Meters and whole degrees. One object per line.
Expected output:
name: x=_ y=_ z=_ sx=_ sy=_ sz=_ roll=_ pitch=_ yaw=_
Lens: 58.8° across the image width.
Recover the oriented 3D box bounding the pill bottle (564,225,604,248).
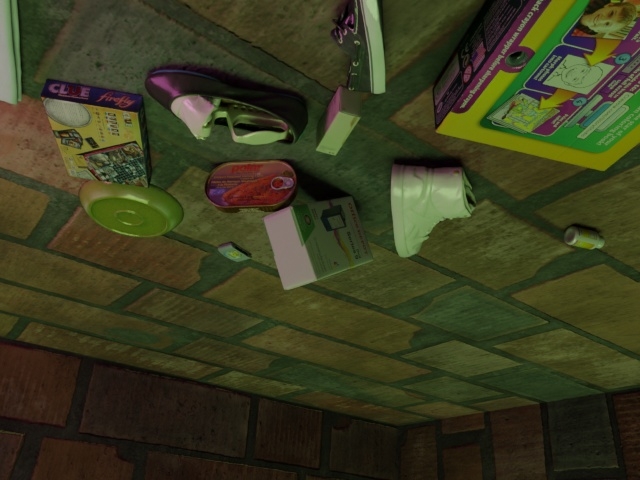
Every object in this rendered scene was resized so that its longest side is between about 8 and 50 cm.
pill bottle: x=0.606 y=-0.004 z=1.301 sx=0.083 sy=0.043 sz=0.043 roll=12 pitch=151 yaw=-14

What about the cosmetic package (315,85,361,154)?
cosmetic package: x=0.030 y=-0.206 z=0.986 sx=0.041 sy=0.060 sz=0.115 roll=12 pitch=152 yaw=-17

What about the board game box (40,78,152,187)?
board game box: x=-0.415 y=-0.193 z=1.082 sx=0.165 sy=0.042 sz=0.243 roll=8 pitch=151 yaw=-8

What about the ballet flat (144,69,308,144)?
ballet flat: x=-0.158 y=-0.216 z=0.951 sx=0.280 sy=0.096 sz=0.095 roll=8 pitch=152 yaw=-6

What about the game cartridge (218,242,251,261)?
game cartridge: x=-0.229 y=0.033 z=1.507 sx=0.056 sy=0.017 sz=0.083 roll=-12 pitch=148 yaw=34

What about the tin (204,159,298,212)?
tin: x=-0.138 y=-0.108 z=1.142 sx=0.189 sy=0.106 sz=0.040 roll=-1 pitch=159 yaw=10

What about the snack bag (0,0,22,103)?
snack bag: x=-0.623 y=-0.350 z=0.826 sx=0.342 sy=0.037 sz=0.323 roll=13 pitch=150 yaw=-18

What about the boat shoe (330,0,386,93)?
boat shoe: x=0.053 y=-0.293 z=0.812 sx=0.076 sy=0.080 sz=0.228 roll=-2 pitch=159 yaw=8

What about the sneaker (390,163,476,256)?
sneaker: x=0.241 y=-0.050 z=1.197 sx=0.169 sy=0.108 sz=0.292 roll=1 pitch=150 yaw=12

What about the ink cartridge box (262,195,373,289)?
ink cartridge box: x=0.000 y=0.000 z=1.182 sx=0.093 sy=0.154 sz=0.212 roll=-20 pitch=176 yaw=37

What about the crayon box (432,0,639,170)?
crayon box: x=0.377 y=-0.263 z=0.789 sx=0.313 sy=0.106 sz=0.363 roll=9 pitch=152 yaw=-12

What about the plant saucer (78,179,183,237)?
plant saucer: x=-0.444 y=-0.066 z=1.329 sx=0.241 sy=0.037 sz=0.241 roll=3 pitch=151 yaw=1
